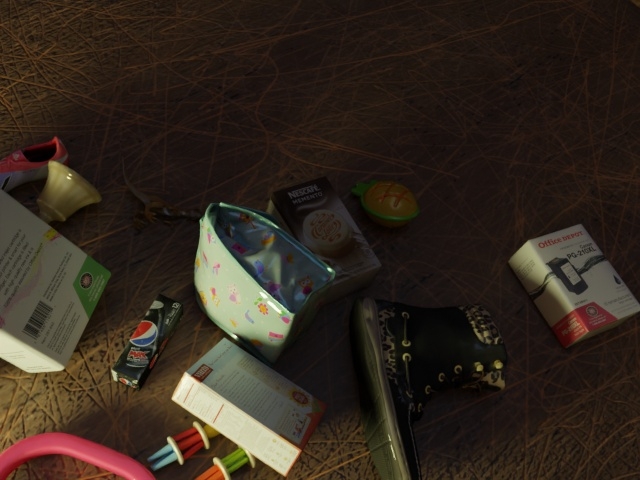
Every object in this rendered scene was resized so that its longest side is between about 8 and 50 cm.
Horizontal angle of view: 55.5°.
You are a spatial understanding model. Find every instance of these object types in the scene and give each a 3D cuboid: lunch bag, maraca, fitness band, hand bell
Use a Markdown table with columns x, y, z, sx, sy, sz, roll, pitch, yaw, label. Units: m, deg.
| x | y | z | sx | sy | sz | roll | pitch | yaw | label |
| --- | --- | --- | --- | --- | --- | --- | --- | --- | --- |
| -0.128 | 0.072 | 1.141 | 0.262 | 0.223 | 0.160 | 39 | 51 | 14 | lunch bag |
| 0.148 | -0.093 | 1.399 | 0.127 | 0.099 | 0.186 | -10 | 35 | -26 | maraca |
| -0.389 | 0.425 | 0.955 | 0.290 | 0.054 | 0.209 | 22 | 53 | 0 | fitness band |
| -0.554 | -0.025 | 1.190 | 0.126 | 0.126 | 0.242 | 29 | 69 | 5 | hand bell |

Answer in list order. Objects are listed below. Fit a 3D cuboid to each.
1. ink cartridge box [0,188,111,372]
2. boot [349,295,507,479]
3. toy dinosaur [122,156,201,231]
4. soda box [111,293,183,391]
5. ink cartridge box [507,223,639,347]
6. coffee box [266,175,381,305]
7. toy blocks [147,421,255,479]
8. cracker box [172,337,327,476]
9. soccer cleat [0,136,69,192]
| x | y | z | sx | sy | sz | roll | pitch | yaw | label |
| --- | --- | --- | --- | --- | --- | --- | --- | --- | --- |
| -0.522 | 0.067 | 1.015 | 0.117 | 0.278 | 0.201 | -11 | 48 | 32 | ink cartridge box |
| 0.217 | 0.274 | 1.156 | 0.284 | 0.138 | 0.377 | 0 | 53 | -14 | boot |
| -0.359 | -0.078 | 1.290 | 0.211 | 0.064 | 0.112 | 29 | 39 | -6 | toy dinosaur |
| -0.314 | 0.185 | 1.119 | 0.053 | 0.060 | 0.169 | 23 | 55 | 2 | soda box |
| 0.568 | 0.097 | 1.373 | 0.172 | 0.100 | 0.237 | -15 | 63 | -23 | ink cartridge box |
| 0.000 | 0.000 | 1.295 | 0.141 | 0.098 | 0.246 | -20 | 65 | -25 | coffee box |
| -0.203 | 0.371 | 1.030 | 0.148 | 0.054 | 0.123 | -26 | 67 | -27 | toy blocks |
| -0.118 | 0.282 | 1.058 | 0.232 | 0.067 | 0.156 | 32 | 20 | 8 | cracker box |
| -0.633 | -0.138 | 1.228 | 0.248 | 0.095 | 0.083 | -27 | 66 | -28 | soccer cleat |
